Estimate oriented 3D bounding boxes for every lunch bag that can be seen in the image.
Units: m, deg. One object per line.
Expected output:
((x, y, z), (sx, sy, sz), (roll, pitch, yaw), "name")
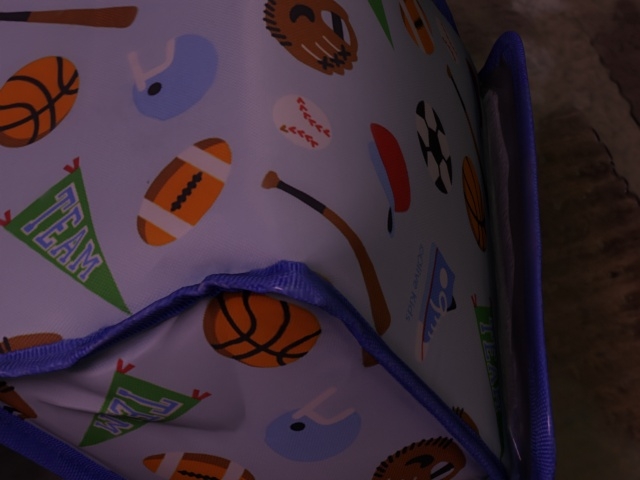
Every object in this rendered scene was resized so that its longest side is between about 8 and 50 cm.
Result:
((0.000, 0.000, 0.859), (0.239, 0.385, 0.328), (-16, 53, 22), "lunch bag")
